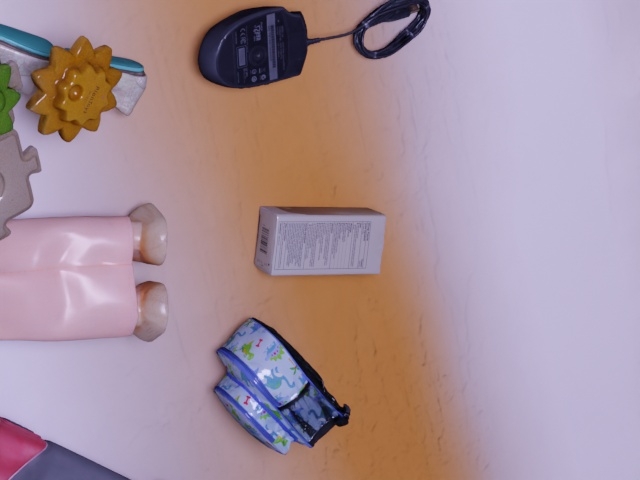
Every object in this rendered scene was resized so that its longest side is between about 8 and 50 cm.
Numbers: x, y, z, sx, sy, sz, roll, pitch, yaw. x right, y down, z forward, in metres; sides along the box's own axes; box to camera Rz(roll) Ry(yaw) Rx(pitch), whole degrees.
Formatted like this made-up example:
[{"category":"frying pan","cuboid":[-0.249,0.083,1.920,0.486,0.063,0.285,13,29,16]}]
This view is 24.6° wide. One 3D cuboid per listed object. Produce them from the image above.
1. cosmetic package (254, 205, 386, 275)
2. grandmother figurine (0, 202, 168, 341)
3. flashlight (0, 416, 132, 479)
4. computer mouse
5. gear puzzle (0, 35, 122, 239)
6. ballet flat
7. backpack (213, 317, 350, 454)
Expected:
[{"category":"cosmetic package","cuboid":[0.000,0.000,1.366,0.115,0.041,0.060,1,103,-27]},{"category":"grandmother figurine","cuboid":[-0.299,0.038,1.203,0.342,0.104,0.208,2,76,-24]},{"category":"flashlight","cuboid":[-0.223,0.238,1.292,0.304,0.103,0.103,34,114,-31]},{"category":"computer mouse","cuboid":[-0.006,-0.187,1.319,0.242,0.041,0.071,-15,119,-29]},{"category":"gear puzzle","cuboid":[-0.276,-0.047,1.094,0.339,0.044,0.175,-34,137,-32]},{"category":"ballet flat","cuboid":[-0.222,-0.138,1.211,0.168,0.057,0.052,13,108,-28]},{"category":"backpack","cuboid":[-0.047,0.135,1.345,0.084,0.105,0.114,-41,113,-12]}]
